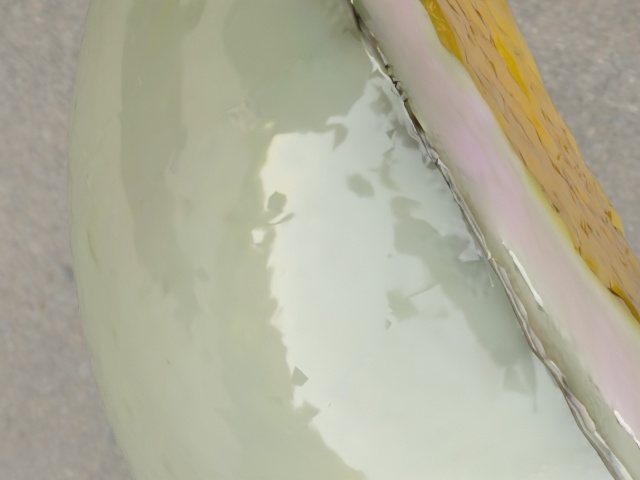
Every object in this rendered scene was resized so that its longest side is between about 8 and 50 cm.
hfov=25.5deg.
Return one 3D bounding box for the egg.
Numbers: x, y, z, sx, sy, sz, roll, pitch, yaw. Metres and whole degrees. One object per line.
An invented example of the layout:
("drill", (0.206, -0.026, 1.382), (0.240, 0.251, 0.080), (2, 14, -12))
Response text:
("egg", (0.000, 0.002, 0.453), (0.174, 0.264, 0.286), (-29, 92, 14))
